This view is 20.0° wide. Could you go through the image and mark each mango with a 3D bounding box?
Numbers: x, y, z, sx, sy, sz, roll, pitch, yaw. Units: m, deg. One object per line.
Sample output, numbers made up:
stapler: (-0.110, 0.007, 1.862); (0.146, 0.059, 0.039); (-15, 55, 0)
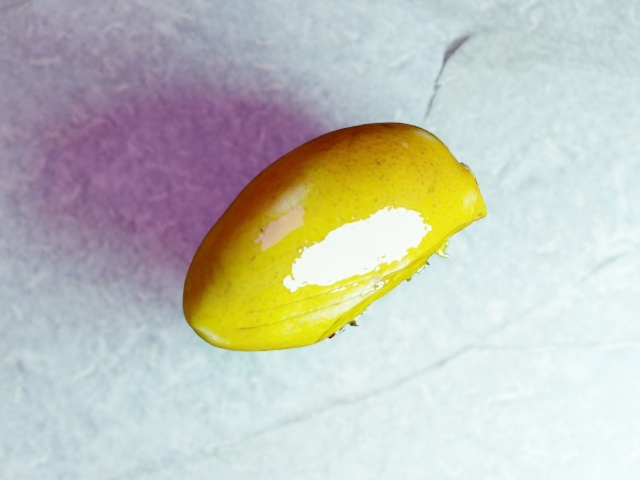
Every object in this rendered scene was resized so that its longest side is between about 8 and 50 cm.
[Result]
mango: (0.000, 0.000, 1.383); (0.252, 0.154, 0.126); (-30, 64, -23)
